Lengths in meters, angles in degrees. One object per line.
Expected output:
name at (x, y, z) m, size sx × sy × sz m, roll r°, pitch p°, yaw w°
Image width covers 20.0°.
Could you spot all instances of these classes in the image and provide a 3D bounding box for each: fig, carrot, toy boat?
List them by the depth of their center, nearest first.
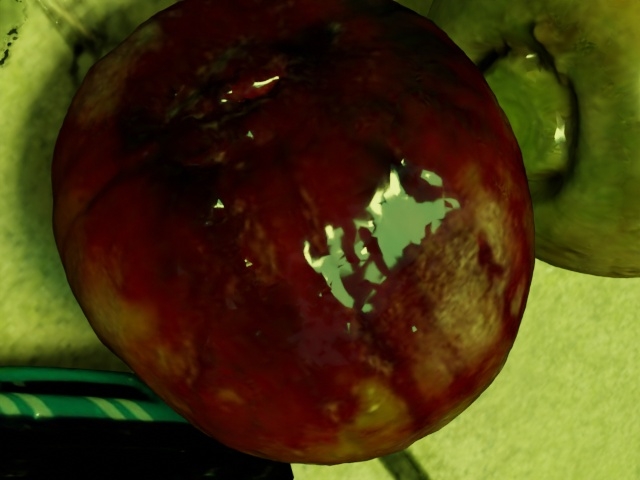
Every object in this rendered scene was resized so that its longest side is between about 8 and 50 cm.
fig at (-0.003, -0.004, 0.891) m, size 0.224 × 0.224 × 0.263 m, roll -42°, pitch 111°, yaw -12°
toy boat at (-0.144, 0.097, 0.925) m, size 0.299 × 0.092 × 0.134 m, roll 9°, pitch 141°, yaw -46°
carrot at (0.224, -0.110, 1.010) m, size 0.341 × 0.224 × 0.224 m, roll -23°, pitch 124°, yaw -35°
